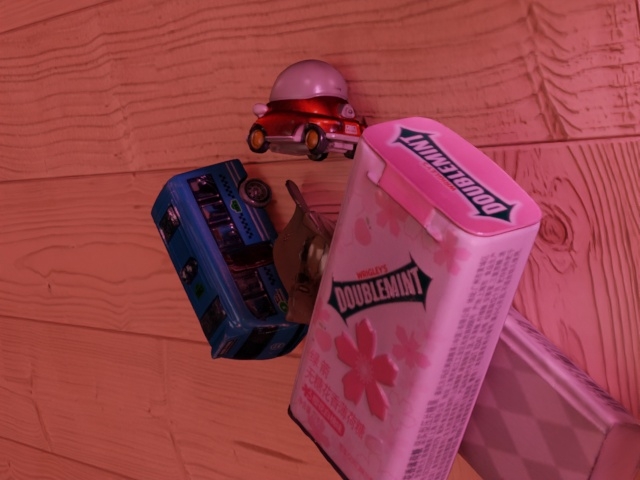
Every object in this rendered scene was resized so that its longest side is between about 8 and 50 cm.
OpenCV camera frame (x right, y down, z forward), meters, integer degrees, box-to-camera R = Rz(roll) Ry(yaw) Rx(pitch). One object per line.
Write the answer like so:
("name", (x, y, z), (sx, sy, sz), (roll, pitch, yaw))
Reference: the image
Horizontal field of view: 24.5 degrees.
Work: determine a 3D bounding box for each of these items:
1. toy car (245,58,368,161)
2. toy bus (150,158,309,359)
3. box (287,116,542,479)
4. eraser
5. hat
("toy car", (-0.008, -0.149, 1.668), (0.139, 0.112, 0.112), (3, 88, 46))
("toy bus", (-0.110, 0.029, 1.847), (0.246, 0.134, 0.113), (64, 145, 20))
("box", (0.083, 0.082, 1.450), (0.190, 0.112, 0.370), (48, 138, 37))
("eraser", (0.163, 0.136, 1.517), (0.397, 0.082, 0.213), (45, 135, 39))
("hat", (0.000, 0.000, 1.744), (0.175, 0.085, 0.147), (-107, 24, -52))
